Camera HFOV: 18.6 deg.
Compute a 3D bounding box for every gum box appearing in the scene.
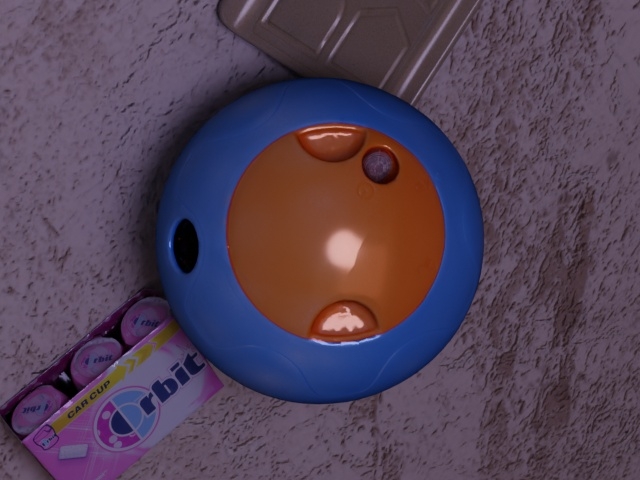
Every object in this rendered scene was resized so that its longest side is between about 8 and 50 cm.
[{"bbox_3d":[-0.189,0.143,1.808,0.188,0.062,0.107,-40,130,-10],"label":"gum box"}]

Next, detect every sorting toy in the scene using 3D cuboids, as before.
[{"bbox_3d":[0.066,-0.279,1.780,0.229,0.041,0.307,30,95,-36],"label":"sorting toy"}]

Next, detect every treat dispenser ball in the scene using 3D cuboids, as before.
[{"bbox_3d":[0.000,0.000,1.714,0.288,0.288,0.288,-16,121,-27],"label":"treat dispenser ball"}]
